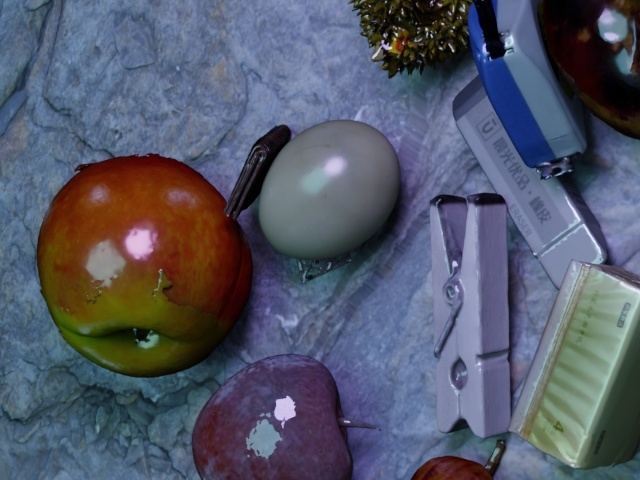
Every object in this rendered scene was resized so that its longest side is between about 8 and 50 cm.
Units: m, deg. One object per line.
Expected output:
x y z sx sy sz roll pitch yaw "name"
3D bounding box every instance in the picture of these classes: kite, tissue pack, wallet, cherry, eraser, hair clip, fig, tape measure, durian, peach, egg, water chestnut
0.000 0.000 1.780 0.139 0.011 0.156 29 103 34 "kite"
0.345 0.153 1.388 0.125 0.159 0.234 26 100 38 "tissue pack"
-0.095 -0.111 1.747 0.042 0.230 0.124 25 105 -2 "wallet"
-0.053 0.285 1.648 0.286 0.213 0.236 -8 51 11 "cherry"
0.280 -0.091 1.536 0.089 0.061 0.352 -42 62 27 "eraser"
0.201 0.100 1.533 0.101 0.085 0.330 2 93 44 "hair clip"
0.181 0.339 1.529 0.128 0.128 0.150 -15 47 36 "fig"
0.230 -0.265 1.404 0.098 0.351 0.215 -17 38 23 "tape measure"
0.146 -0.381 1.572 0.258 0.258 0.292 -6 98 38 "durian"
-0.278 0.026 1.797 0.370 0.370 0.370 -6 80 38 "peach"
0.010 -0.072 1.666 0.242 0.186 0.186 -39 62 26 "egg"
0.407 -0.291 1.307 0.350 0.302 0.350 -2 87 40 "water chestnut"
